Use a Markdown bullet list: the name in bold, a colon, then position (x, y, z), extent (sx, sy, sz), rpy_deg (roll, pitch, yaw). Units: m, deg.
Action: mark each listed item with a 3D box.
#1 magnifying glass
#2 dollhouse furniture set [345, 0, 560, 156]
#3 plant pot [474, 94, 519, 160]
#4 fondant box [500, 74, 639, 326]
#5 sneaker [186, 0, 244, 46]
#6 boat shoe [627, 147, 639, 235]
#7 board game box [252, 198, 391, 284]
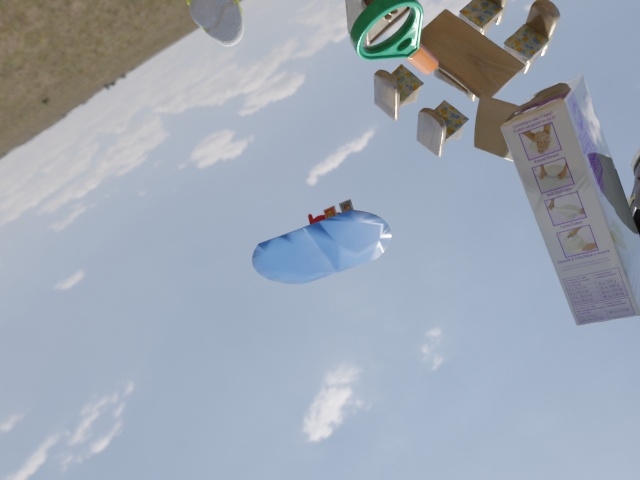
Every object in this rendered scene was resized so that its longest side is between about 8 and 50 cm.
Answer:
- **magnifying glass**: position (0.107, -0.254, 0.769), extent (0.092, 0.026, 0.231), rpy_deg (-38, 163, 22)
- **dollhouse furniture set**: position (0.243, -0.461, 1.261), extent (0.362, 0.394, 0.256), rpy_deg (-43, 162, -9)
- **plant pot**: position (0.351, -0.203, 1.120), extent (0.109, 0.109, 0.096), rpy_deg (35, -69, 44)
- **fondant box**: position (0.403, -0.070, 0.929), extent (0.096, 0.330, 0.238), rpy_deg (-19, -168, 34)
- **sneaker**: position (-0.220, -0.477, 1.117), extent (0.091, 0.240, 0.126), rpy_deg (-30, -161, 5)
- **boat shoe**: position (0.682, -0.091, 1.208), extent (0.117, 0.324, 0.096), rpy_deg (0, -122, 13)
- **board game box**: position (0.000, 0.000, 0.724), extent (0.169, 0.133, 0.033), rpy_deg (-20, -120, 11)
